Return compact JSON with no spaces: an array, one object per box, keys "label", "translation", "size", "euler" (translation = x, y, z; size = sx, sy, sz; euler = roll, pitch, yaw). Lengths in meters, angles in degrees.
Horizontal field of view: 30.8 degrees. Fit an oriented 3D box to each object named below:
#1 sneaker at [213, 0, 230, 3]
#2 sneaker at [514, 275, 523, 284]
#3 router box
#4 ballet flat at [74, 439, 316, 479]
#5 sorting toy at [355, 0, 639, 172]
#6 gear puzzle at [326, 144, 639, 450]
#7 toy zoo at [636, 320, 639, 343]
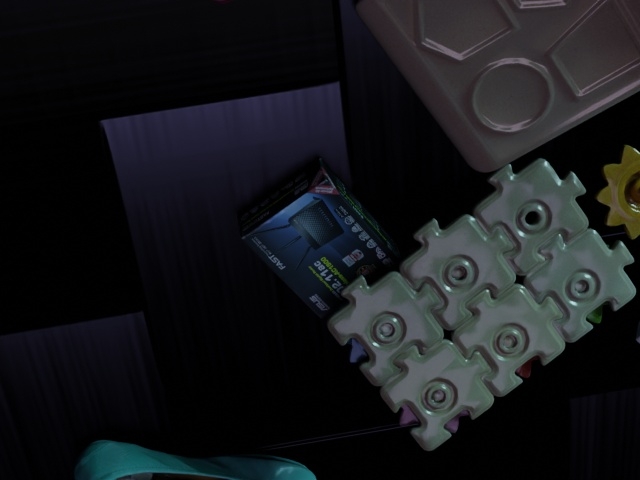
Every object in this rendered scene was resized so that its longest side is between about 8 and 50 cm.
[{"label":"sneaker","translation":[0.026,-0.262,0.811],"size":[0.299,0.120,0.112],"euler":[-18,154,2]},{"label":"sneaker","translation":[0.203,0.024,1.069],"size":[0.119,0.047,0.057],"euler":[9,111,-17]},{"label":"router box","translation":[0.000,0.000,1.017],"size":[0.092,0.038,0.122],"euler":[-34,123,15]},{"label":"ballet flat","translation":[-0.119,0.256,1.143],"size":[0.247,0.087,0.083],"euler":[10,121,-16]},{"label":"sorting toy","translation":[0.161,-0.167,0.914],"size":[0.208,0.038,0.193],"euler":[-27,121,24]},{"label":"gear puzzle","translation":[0.174,0.022,1.027],"size":[0.339,0.044,0.175],"euler":[-38,105,2]},{"label":"toy zoo","translation":[0.440,0.102,1.094],"size":[0.293,0.030,0.192],"euler":[37,136,-13]}]
